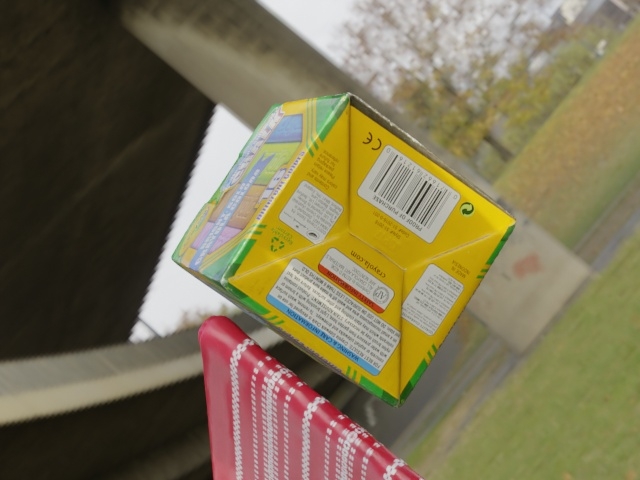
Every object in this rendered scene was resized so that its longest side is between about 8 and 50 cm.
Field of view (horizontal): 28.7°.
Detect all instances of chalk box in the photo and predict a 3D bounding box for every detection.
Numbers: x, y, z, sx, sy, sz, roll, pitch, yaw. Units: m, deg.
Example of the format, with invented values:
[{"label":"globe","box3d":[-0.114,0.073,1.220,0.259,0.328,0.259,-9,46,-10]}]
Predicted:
[{"label":"chalk box","box3d":[0.000,0.000,0.788,0.132,0.132,0.213,-57,15,-6]}]

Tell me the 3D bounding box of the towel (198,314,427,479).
[{"label":"towel","box3d":[0.028,0.176,0.740,0.031,0.275,0.199,-36,-36,-31]}]
